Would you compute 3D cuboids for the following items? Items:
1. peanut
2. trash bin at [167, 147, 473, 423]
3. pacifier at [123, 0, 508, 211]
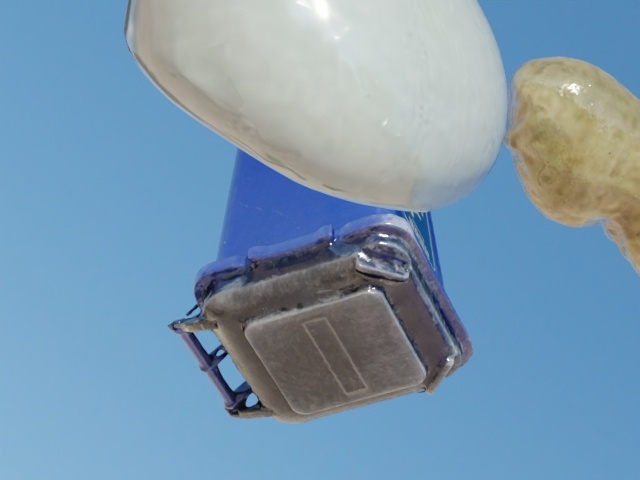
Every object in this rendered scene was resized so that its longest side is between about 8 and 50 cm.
[{"bbox_3d":[0.263,-0.062,1.705,0.253,0.137,0.122,34,0,-13],"label":"peanut"},{"bbox_3d":[0.000,0.000,1.350,0.184,0.234,0.162,-16,-47,15],"label":"trash bin"},{"bbox_3d":[-0.012,-0.102,0.437,0.227,0.279,0.207,-27,-112,38],"label":"pacifier"}]
